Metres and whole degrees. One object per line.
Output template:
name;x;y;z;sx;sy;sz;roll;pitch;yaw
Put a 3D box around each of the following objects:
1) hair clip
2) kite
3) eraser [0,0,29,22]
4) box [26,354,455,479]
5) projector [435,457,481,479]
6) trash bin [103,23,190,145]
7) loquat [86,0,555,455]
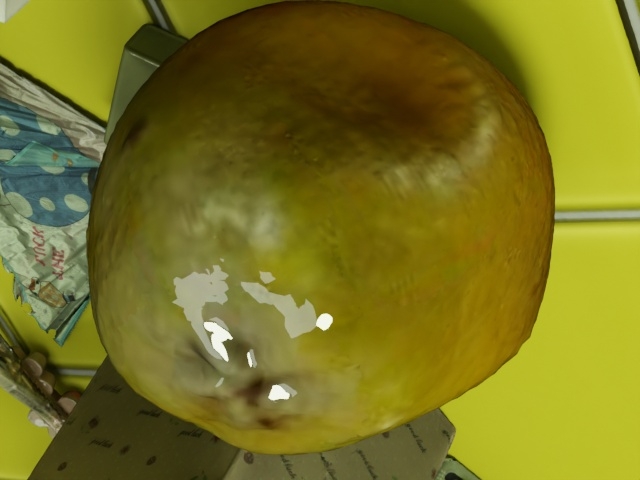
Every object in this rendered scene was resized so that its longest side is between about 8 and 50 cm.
hair clip;-0.242;0.150;1.471;0.062;0.056;0.214;-21;127;26
kite;-0.266;-0.062;1.296;0.368;0.014;0.406;2;132;32
eraser;-0.151;-0.207;0.966;0.023;0.150;0.104;27;140;11
box;-0.076;0.198;1.220;0.225;0.297;0.190;-14;125;41
projector;0.057;0.310;1.337;0.163;0.177;0.242;42;140;-9
trash bin;-0.112;-0.098;1.136;0.061;0.043;0.092;25;139;9
loquat;0.000;0.000;0.980;0.276;0.284;0.276;15;132;17
